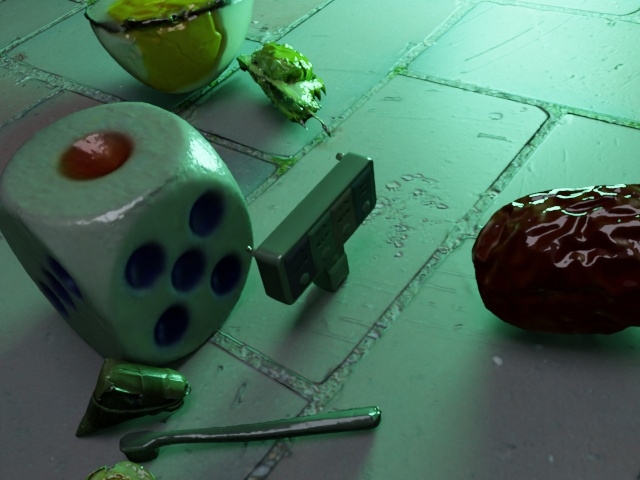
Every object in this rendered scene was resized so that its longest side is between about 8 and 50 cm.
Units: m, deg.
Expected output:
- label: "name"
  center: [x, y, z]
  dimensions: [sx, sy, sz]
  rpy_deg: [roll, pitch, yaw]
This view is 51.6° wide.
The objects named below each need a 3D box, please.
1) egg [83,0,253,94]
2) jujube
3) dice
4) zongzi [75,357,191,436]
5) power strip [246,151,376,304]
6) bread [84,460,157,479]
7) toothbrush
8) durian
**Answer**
- label: "egg"
  center: [-0.284, -0.410, 1.333]
  dimensions: [0.336, 0.201, 0.337]
  rpy_deg: [-3, 38, 3]
- label: "jujube"
  center: [0.303, 0.022, 0.755]
  dimensions: [0.250, 0.174, 0.174]
  rpy_deg: [-11, 40, 25]
- label: "dice"
  center: [-0.247, -0.010, 0.861]
  dimensions: [0.259, 0.251, 0.243]
  rpy_deg: [25, 52, 33]
- label: "zongzi"
  center: [-0.221, 0.198, 0.789]
  dimensions: [0.109, 0.119, 0.055]
  rpy_deg: [16, 29, -26]
- label: "power strip"
  center: [0.000, 0.000, 0.864]
  dimensions: [0.061, 0.145, 0.216]
  rpy_deg: [21, 51, 30]
- label: "bread"
  center: [-0.205, 0.296, 0.660]
  dimensions: [0.117, 0.064, 0.156]
  rpy_deg: [-15, 41, -9]
- label: "toothbrush"
  center: [-0.078, 0.216, 0.742]
  dimensions: [0.297, 0.031, 0.030]
  rpy_deg: [-8, 34, 3]
- label: "durian"
  center: [-0.064, -0.298, 1.228]
  dimensions: [0.106, 0.132, 0.375]
  rpy_deg: [-44, 41, 2]
